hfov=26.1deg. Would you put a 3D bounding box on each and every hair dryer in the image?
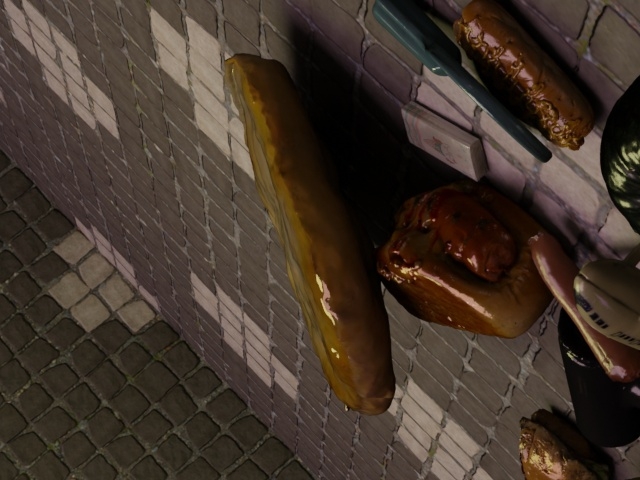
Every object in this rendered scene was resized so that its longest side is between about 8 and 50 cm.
[{"bbox_3d":[0.367,0.178,1.454,0.251,0.089,0.197,30,155,32],"label":"hair dryer"}]

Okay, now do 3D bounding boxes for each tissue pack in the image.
[{"bbox_3d":[0.134,-0.108,1.503,0.108,0.023,0.056,34,157,40],"label":"tissue pack"}]

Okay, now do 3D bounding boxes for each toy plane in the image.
[{"bbox_3d":[0.309,0.070,1.280,0.256,0.104,0.242,43,-178,-46],"label":"toy plane"}]

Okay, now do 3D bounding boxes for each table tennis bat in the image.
[{"bbox_3d":[0.135,-0.160,1.322,0.244,0.040,0.153,48,-169,27],"label":"table tennis bat"}]

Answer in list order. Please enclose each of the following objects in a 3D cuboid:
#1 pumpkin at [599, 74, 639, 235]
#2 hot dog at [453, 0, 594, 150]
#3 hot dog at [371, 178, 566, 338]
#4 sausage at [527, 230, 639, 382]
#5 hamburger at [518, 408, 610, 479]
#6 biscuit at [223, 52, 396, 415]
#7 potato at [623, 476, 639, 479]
[{"bbox_3d":[0.302,-0.043,1.011,0.211,0.152,0.211,45,150,36],"label":"pumpkin"},{"bbox_3d":[0.186,-0.149,1.253,0.165,0.045,0.071,49,162,2],"label":"hot dog"},{"bbox_3d":[0.149,0.017,1.537,0.153,0.150,0.257,46,165,-19],"label":"hot dog"},{"bbox_3d":[0.268,0.068,1.400,0.176,0.040,0.047,58,-161,18],"label":"sausage"},{"bbox_3d":[0.325,0.307,1.805,0.102,0.087,0.176,23,146,58],"label":"hamburger"},{"bbox_3d":[0.001,0.000,1.714,0.429,0.104,0.446,80,169,-61],"label":"biscuit"},{"bbox_3d":[0.413,0.330,1.667,0.138,0.070,0.091,27,154,54],"label":"potato"}]
